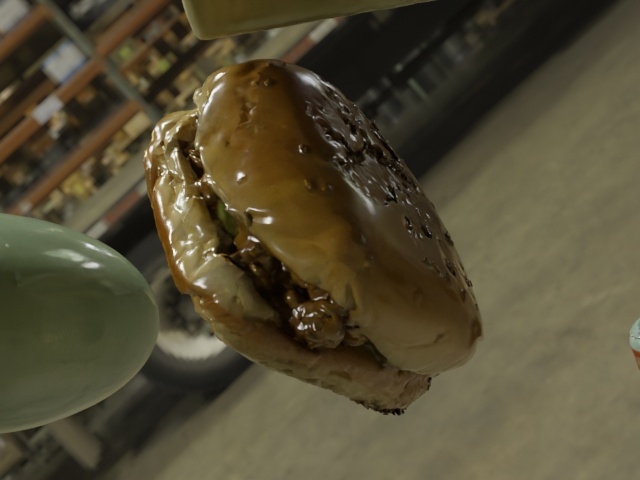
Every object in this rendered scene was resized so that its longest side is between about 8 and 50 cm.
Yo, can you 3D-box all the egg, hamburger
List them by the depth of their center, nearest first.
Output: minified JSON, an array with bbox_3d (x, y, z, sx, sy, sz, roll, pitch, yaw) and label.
[{"bbox_3d":[0.000,-0.003,1.279,0.174,0.284,0.304,-39,48,17],"label":"hamburger"},{"bbox_3d":[-0.330,0.085,1.589,0.371,0.230,0.230,3,-26,-40],"label":"egg"}]

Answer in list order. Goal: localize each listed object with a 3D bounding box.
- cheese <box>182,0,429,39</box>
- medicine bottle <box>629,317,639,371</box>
[{"bbox_3d":[-0.025,-0.303,1.375,0.243,0.124,0.265,-8,38,-8],"label":"cheese"},{"bbox_3d":[0.421,0.173,1.609,0.139,0.225,0.139,-22,10,4],"label":"medicine bottle"}]
